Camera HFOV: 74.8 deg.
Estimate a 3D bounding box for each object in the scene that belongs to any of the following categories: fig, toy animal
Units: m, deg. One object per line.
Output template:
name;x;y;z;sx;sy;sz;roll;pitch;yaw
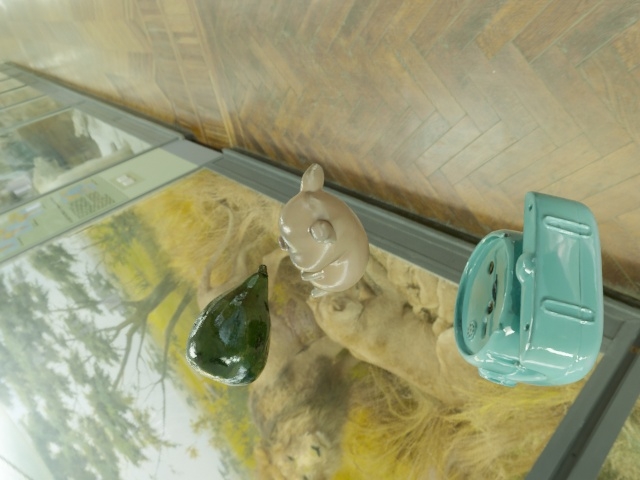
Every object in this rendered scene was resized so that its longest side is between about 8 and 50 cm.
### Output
fig;-0.117;0.113;0.597;0.117;0.178;0.117;21;169;4
toy animal;0.009;0.004;0.791;0.166;0.154;0.250;56;176;35

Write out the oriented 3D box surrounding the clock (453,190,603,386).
clock;0.259;0.085;0.575;0.094;0.224;0.274;15;154;0
